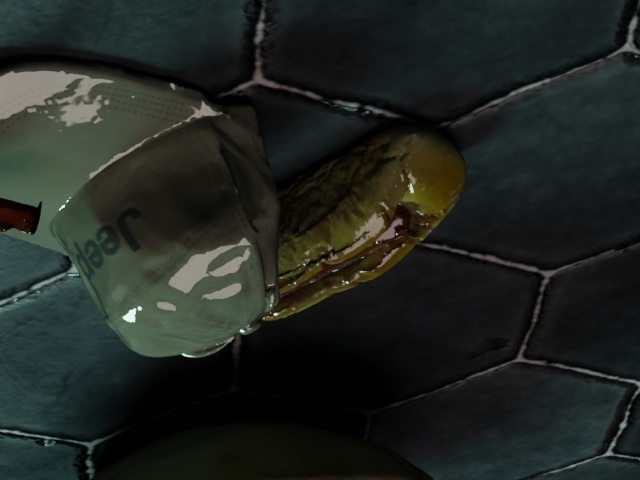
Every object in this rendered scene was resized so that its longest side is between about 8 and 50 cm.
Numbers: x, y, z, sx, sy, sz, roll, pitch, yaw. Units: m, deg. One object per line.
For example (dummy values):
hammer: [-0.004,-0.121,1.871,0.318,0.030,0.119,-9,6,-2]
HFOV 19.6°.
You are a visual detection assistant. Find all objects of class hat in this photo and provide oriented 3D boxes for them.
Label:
hat: [-0.154,-0.004,1.256,0.244,0.149,0.214,1,148,-36]

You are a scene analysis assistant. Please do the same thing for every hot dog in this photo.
hot dog: [0.000,0.000,1.353,0.242,0.073,0.084,-27,149,26]

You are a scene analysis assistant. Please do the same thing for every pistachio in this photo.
pistachio: [-0.081,0.308,1.619,0.445,0.281,0.365,-27,148,32]

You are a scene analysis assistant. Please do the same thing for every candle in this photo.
candle: [-0.263,-0.032,1.210,0.167,0.021,0.026,15,138,8]
